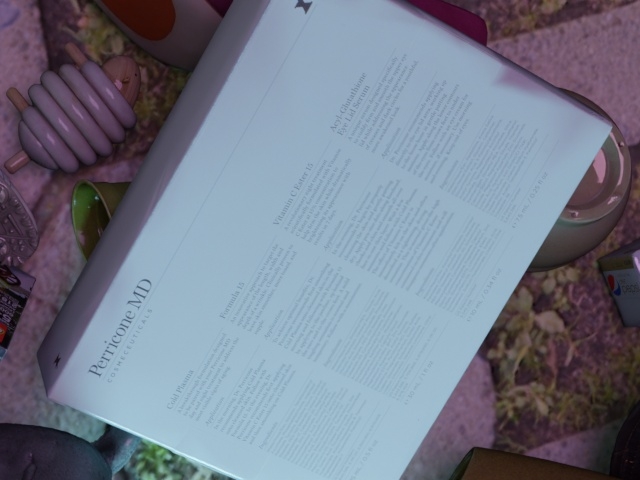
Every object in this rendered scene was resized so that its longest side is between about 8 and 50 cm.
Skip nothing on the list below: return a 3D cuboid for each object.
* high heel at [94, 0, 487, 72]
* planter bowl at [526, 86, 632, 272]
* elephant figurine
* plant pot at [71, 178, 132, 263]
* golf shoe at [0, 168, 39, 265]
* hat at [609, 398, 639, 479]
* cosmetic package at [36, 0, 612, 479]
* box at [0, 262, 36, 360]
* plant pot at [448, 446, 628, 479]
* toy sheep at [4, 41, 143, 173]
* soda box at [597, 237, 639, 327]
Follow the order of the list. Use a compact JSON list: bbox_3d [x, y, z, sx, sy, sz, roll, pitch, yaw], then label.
[{"bbox_3d":[-0.042,-0.208,1.377,0.377,0.127,0.181,38,60,-11],"label":"high heel"},{"bbox_3d":[0.194,-0.057,1.415,0.162,0.109,0.162,1,85,-15],"label":"planter bowl"},{"bbox_3d":[-0.285,0.175,1.235,0.239,0.186,0.169,33,113,-9],"label":"elephant figurine"},{"bbox_3d":[-0.144,-0.016,1.339,0.079,0.083,0.083,-14,89,-28],"label":"plant pot"},{"bbox_3d":[-0.273,-0.060,1.299,0.176,0.086,0.069,46,116,-4],"label":"golf shoe"},{"bbox_3d":[0.409,0.161,1.422,0.331,0.331,0.134,26,37,-12],"label":"hat"},{"bbox_3d":[0.000,0.000,1.279,0.284,0.097,0.377,27,100,-24],"label":"cosmetic package"},{"bbox_3d":[-0.328,0.011,1.237,0.233,0.159,0.044,31,103,-11],"label":"box"},{"bbox_3d":[0.205,0.276,1.346,0.254,0.237,0.237,31,78,3],"label":"plant pot"},{"bbox_3d":[-0.195,-0.098,1.326,0.132,0.091,0.091,-40,96,-1],"label":"toy sheep"},{"bbox_3d":[0.355,0.001,1.472,0.216,0.074,0.069,-25,92,-16],"label":"soda box"}]
